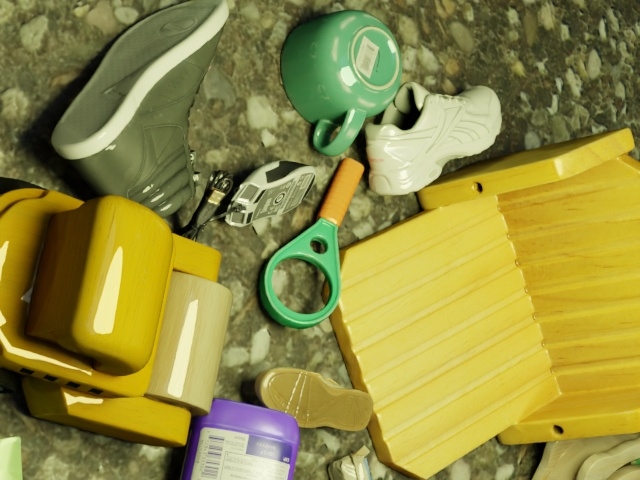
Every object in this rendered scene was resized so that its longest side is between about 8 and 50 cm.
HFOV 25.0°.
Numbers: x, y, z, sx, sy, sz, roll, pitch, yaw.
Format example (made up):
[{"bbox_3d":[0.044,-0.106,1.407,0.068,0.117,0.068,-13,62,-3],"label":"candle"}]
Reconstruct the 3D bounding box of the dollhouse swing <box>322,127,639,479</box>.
[{"bbox_3d":[0.236,0.091,1.709,0.305,0.315,0.347,-28,102,-50],"label":"dollhouse swing"}]

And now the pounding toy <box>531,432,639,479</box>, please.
[{"bbox_3d":[0.377,0.291,1.925,0.269,0.155,0.154,-15,122,-31],"label":"pounding toy"}]

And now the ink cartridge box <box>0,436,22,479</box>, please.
[{"bbox_3d":[-0.333,0.306,1.330,0.171,0.056,0.235,0,86,-40],"label":"ink cartridge box"}]

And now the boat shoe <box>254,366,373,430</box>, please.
[{"bbox_3d":[-0.017,0.177,1.613,0.170,0.059,0.063,24,81,-42],"label":"boat shoe"}]

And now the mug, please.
[{"bbox_3d":[0.037,-0.190,1.685,0.129,0.097,0.158,-27,101,-40],"label":"mug"}]

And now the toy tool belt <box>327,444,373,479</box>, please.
[{"bbox_3d":[0.047,0.282,1.657,0.051,0.052,0.083,-24,100,-31],"label":"toy tool belt"}]

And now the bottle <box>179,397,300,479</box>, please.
[{"bbox_3d":[-0.100,0.310,1.490,0.118,0.092,0.283,12,73,-6],"label":"bottle"}]

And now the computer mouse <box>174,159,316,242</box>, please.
[{"bbox_3d":[-0.080,-0.050,1.588,0.042,0.106,0.193,42,35,21],"label":"computer mouse"}]

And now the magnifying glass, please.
[{"bbox_3d":[0.000,0.000,1.661,0.092,0.026,0.231,28,57,-7],"label":"magnifying glass"}]

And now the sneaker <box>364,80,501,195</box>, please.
[{"bbox_3d":[0.140,-0.149,1.758,0.232,0.090,0.115,-37,123,-38],"label":"sneaker"}]

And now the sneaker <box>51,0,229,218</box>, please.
[{"bbox_3d":[-0.165,-0.131,1.517,0.296,0.104,0.147,-59,137,-40],"label":"sneaker"}]

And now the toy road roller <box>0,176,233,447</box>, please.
[{"bbox_3d":[-0.196,0.065,1.357,0.329,0.240,0.203,22,70,-36],"label":"toy road roller"}]
